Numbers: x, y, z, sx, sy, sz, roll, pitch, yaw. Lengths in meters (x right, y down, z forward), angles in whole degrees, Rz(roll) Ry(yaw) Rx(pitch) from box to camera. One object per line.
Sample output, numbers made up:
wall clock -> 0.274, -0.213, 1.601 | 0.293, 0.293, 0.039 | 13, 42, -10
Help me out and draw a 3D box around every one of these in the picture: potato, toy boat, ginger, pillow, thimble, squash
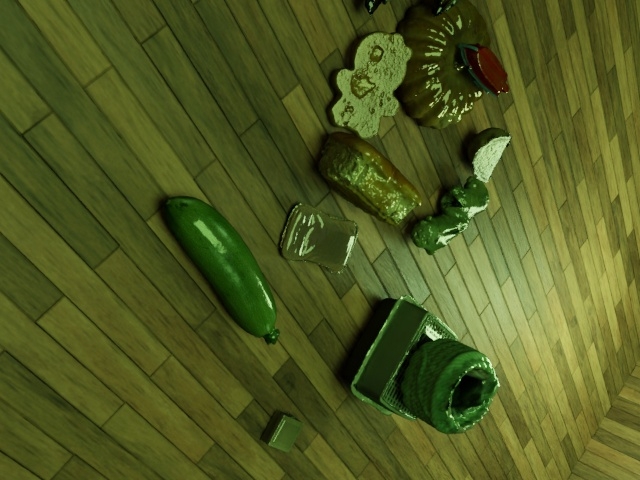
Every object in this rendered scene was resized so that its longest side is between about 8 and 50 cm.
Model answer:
potato -> 0.442, -0.247, 1.685 | 0.101, 0.089, 0.172 | -9, 142, -19
toy boat -> 0.387, -0.411, 1.454 | 0.173, 0.059, 0.069 | 35, 80, -36
ginger -> 0.348, -0.069, 1.640 | 0.290, 0.089, 0.137 | -42, 145, -19
pillow -> 0.001, -0.003, 1.387 | 0.211, 0.034, 0.135 | 19, 93, -41
thimble -> 0.312, 0.347, 1.457 | 0.219, 0.150, 0.219 | -13, 111, -36
squash -> -0.176, 0.062, 1.202 | 0.107, 0.107, 0.395 | -44, 126, -23

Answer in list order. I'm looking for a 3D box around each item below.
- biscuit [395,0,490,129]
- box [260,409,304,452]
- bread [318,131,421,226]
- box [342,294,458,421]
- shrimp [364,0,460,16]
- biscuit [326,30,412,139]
biscuit -> 0.311, -0.435, 1.488 | 0.326, 0.107, 0.325 | -12, 111, -35
box -> -0.089, 0.450, 1.441 | 0.079, 0.035, 0.083 | 39, 75, -41
bread -> 0.105, -0.136, 1.344 | 0.245, 0.174, 0.121 | 41, 80, -33
box -> 0.204, 0.299, 1.563 | 0.220, 0.166, 0.290 | 41, 75, -41
shrimp -> 0.235, -0.599, 1.353 | 0.233, 0.071, 0.365 | 43, 72, -20
biscuit -> 0.110, -0.353, 1.355 | 0.184, 0.035, 0.248 | 20, 96, -31
